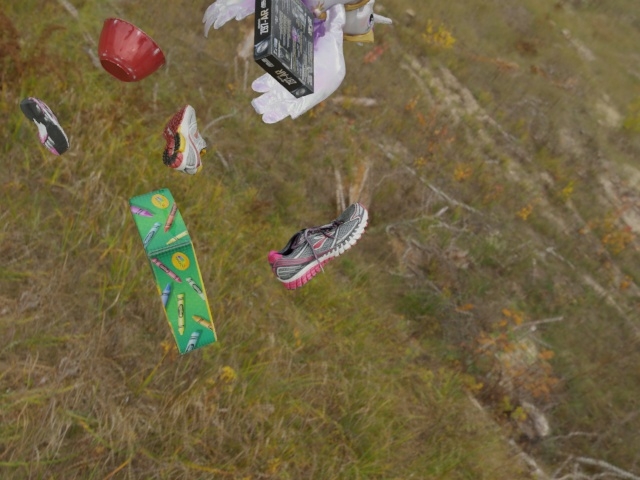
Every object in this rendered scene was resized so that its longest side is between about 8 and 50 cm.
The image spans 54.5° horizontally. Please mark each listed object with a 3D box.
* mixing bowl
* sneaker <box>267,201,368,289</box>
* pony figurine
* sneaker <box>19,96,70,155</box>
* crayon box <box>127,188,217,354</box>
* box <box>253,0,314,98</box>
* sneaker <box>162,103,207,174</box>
[{"bbox_3d":[-0.509,-0.479,1.624,0.182,0.181,0.098,29,73,-8],"label":"mixing bowl"},{"bbox_3d":[0.000,0.000,1.631,0.299,0.121,0.112,-41,110,-10],"label":"sneaker"},{"bbox_3d":[-0.011,-0.411,1.055,0.351,0.363,0.302,-26,73,-12],"label":"pony figurine"},{"bbox_3d":[-0.773,-0.335,1.781,0.077,0.072,0.178,-89,156,-67],"label":"sneaker"},{"bbox_3d":[-0.277,0.062,1.177,0.081,0.278,0.165,-19,45,-16],"label":"crayon box"},{"bbox_3d":[-0.029,-0.172,0.524,0.067,0.018,0.083,28,56,-56],"label":"box"},{"bbox_3d":[-0.335,-0.247,1.550,0.093,0.088,0.225,31,40,-37],"label":"sneaker"}]
